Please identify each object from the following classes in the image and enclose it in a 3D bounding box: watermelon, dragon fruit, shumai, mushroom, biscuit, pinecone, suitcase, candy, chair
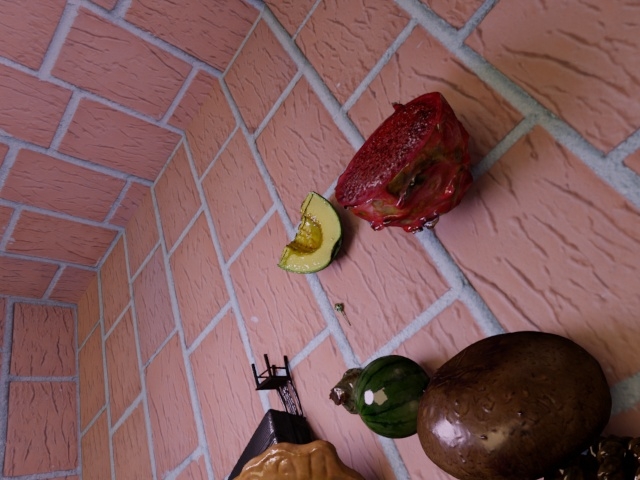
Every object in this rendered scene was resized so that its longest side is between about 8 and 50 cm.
[{"bbox_3d":[0.185,0.361,1.060,0.188,0.214,0.188,52,156,35],"label":"watermelon"},{"bbox_3d":[0.222,-0.165,1.129,0.386,0.249,0.371,-25,32,53],"label":"dragon fruit"},{"bbox_3d":[0.071,0.412,1.230,0.098,0.087,0.124,-18,63,43],"label":"shumai"},{"bbox_3d":[0.336,0.294,0.817,0.239,0.345,0.345,37,110,2],"label":"mushroom"},{"bbox_3d":[-0.048,0.686,1.114,0.385,0.062,0.365,-36,89,12],"label":"biscuit"},{"bbox_3d":[0.486,0.425,0.690,0.243,0.257,0.244,0,76,1],"label":"pinecone"},{"bbox_3d":[-0.151,0.688,1.289,0.335,0.152,0.230,-61,26,13],"label":"suitcase"},{"bbox_3d":[0.069,0.222,1.347,0.083,0.025,0.023,52,143,33],"label":"candy"},{"bbox_3d":[-0.139,0.475,1.421,0.084,0.101,0.213,-43,49,29],"label":"chair"}]

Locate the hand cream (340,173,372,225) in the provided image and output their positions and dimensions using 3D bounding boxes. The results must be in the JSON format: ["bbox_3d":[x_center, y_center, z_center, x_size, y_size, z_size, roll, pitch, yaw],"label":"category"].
[{"bbox_3d":[0.128,-0.139,1.389,0.083,0.048,0.224,-53,52,22],"label":"hand cream"}]

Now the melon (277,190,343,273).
[{"bbox_3d":[0.000,0.000,1.425,0.169,0.129,0.265,26,94,25],"label":"melon"}]
